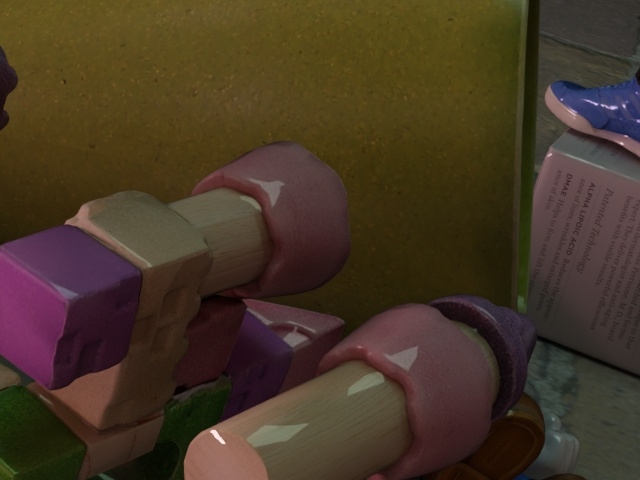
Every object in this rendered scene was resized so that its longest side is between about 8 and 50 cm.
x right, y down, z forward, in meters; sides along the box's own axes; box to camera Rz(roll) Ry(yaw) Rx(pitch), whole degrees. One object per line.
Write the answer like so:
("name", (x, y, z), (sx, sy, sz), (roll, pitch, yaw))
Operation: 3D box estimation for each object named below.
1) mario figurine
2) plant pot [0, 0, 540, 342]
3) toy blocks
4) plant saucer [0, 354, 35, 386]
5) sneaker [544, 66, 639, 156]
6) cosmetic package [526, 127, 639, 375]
("mario figurine", (0.080, 0.054, 1.162), (0.170, 0.198, 0.320), (-6, 32, -21))
("plant pot", (-0.034, -0.060, 0.974), (0.293, 0.275, 0.275), (2, 20, 8))
("toy blocks", (-0.072, 0.071, 0.815), (0.309, 0.289, 0.260), (37, 34, 25))
("plant saucer", (-0.245, 0.014, 1.041), (0.400, 0.101, 0.400), (25, 18, -9))
("sneaker", (0.244, -0.114, 1.408), (0.058, 0.085, 0.152), (-6, 30, -42))
("cosmetic package", (0.258, 0.008, 1.445), (0.183, 0.151, 0.151), (21, 23, 13))
